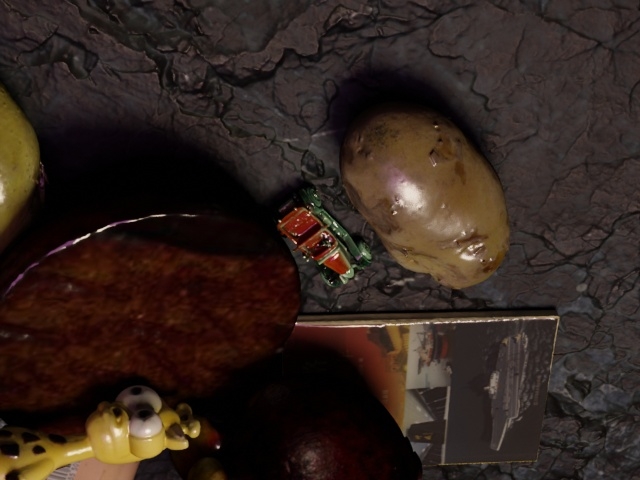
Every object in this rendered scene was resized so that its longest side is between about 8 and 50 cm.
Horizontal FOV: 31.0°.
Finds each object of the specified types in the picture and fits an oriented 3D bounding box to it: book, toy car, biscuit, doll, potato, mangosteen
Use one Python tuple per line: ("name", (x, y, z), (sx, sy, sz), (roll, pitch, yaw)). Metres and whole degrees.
("book", (0.132, 0.210, 1.597), (0.374, 0.028, 0.262), (-2, 123, -4))
("toy car", (0.000, 0.000, 1.442), (0.073, 0.054, 0.143), (-37, 117, 15))
("biscuit", (-0.223, 0.092, 1.402), (0.407, 0.091, 0.407), (-15, 135, -16))
("doll", (-0.286, 0.239, 1.362), (0.291, 0.117, 0.086), (-11, 122, -19))
("potato", (-0.398, -0.077, 1.319), (0.169, 0.143, 0.248), (0, 113, 0))
("potato", (0.128, -0.056, 1.364), (0.165, 0.165, 0.262), (-27, 123, 11))
("mangosteen", (-0.044, 0.322, 1.449), (0.347, 0.307, 0.307), (-7, 122, -16))

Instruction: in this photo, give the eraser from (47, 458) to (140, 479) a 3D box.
("eraser", (-0.354, 0.347, 1.609), (0.171, 0.087, 0.290), (17, 117, -12))
